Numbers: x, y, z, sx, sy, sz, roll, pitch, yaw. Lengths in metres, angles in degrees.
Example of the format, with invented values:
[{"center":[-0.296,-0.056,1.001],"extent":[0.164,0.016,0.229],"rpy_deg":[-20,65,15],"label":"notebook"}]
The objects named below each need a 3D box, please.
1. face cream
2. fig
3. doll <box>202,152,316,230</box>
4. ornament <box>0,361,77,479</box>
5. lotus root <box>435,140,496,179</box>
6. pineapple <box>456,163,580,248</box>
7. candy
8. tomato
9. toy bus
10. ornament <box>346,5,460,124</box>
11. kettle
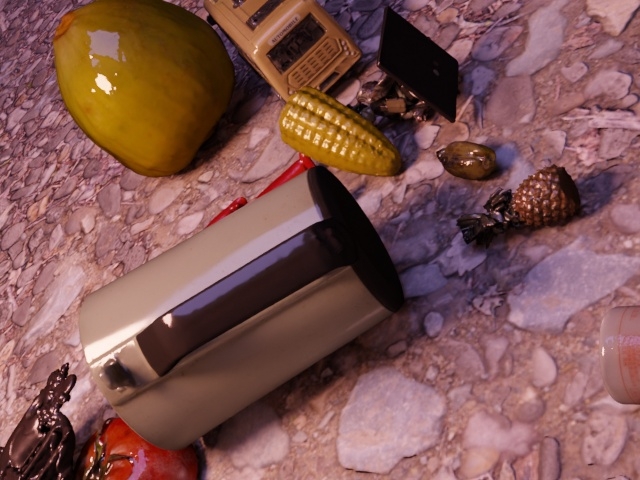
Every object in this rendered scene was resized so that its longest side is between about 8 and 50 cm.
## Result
[{"center":[0.399,0.106,0.835],"extent":[0.251,0.101,0.101],"rpy_deg":[-7,51,38],"label":"face cream"},{"center":[-0.339,-0.302,1.679],"extent":[0.343,0.343,0.343],"rpy_deg":[-24,42,24],"label":"fig"},{"center":[-0.144,0.009,1.420],"extent":[0.384,0.099,0.188],"rpy_deg":[-41,30,1],"label":"doll"},{"center":[-0.412,0.328,1.308],"extent":[0.260,0.106,0.251],"rpy_deg":[-52,31,11],"label":"ornament"},{"center":[0.204,-0.113,1.251],"extent":[0.099,0.049,0.054],"rpy_deg":[17,77,48],"label":"lotus root"},{"center":[0.247,-0.037,1.133],"extent":[0.159,0.074,0.074],"rpy_deg":[-25,42,32],"label":"pineapple"},{"center":[0.036,-0.155,1.375],"extent":[0.198,0.106,0.094],"rpy_deg":[30,59,19],"label":"candy"},{"center":[-0.285,0.335,1.250],"extent":[0.228,0.101,0.228],"rpy_deg":[-26,44,27],"label":"tomato"},{"center":[-0.083,-0.396,1.648],"extent":[0.177,0.202,0.365],"rpy_deg":[-43,38,4],"label":"toy bus"},{"center":[0.100,-0.218,1.387],"extent":[0.196,0.166,0.153],"rpy_deg":[-38,28,41],"label":"ornament"},{"center":[-0.110,0.084,1.142],"extent":[0.376,0.361,0.250],"rpy_deg":[-31,82,12],"label":"kettle"}]
